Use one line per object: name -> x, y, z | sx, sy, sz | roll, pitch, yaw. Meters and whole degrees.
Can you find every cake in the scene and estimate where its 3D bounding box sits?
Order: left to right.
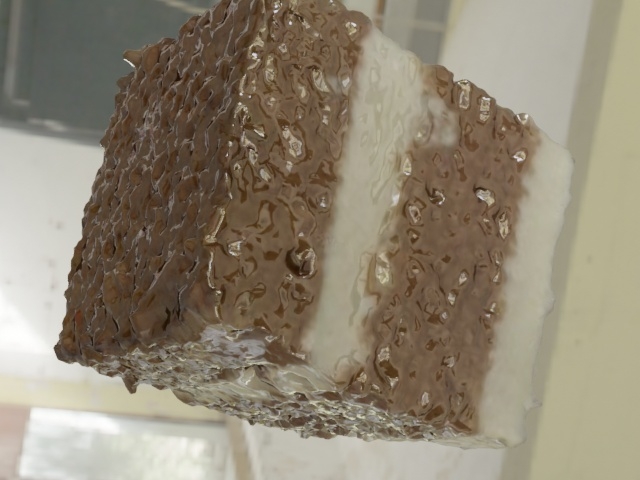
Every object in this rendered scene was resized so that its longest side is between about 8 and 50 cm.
cake -> 0.000, 0.000, 0.496 | 0.135, 0.147, 0.135 | -16, -120, 59
